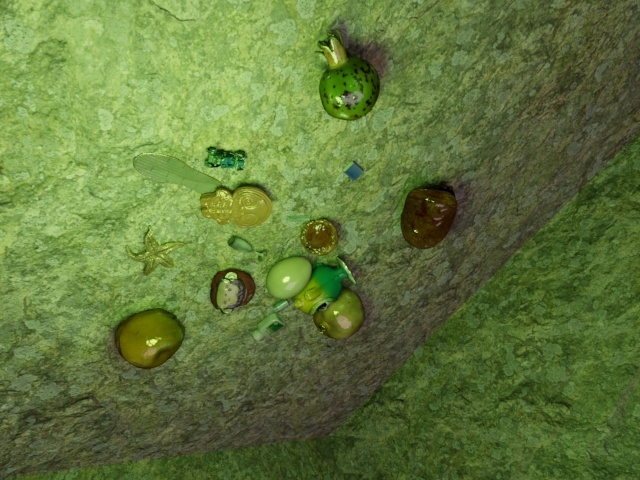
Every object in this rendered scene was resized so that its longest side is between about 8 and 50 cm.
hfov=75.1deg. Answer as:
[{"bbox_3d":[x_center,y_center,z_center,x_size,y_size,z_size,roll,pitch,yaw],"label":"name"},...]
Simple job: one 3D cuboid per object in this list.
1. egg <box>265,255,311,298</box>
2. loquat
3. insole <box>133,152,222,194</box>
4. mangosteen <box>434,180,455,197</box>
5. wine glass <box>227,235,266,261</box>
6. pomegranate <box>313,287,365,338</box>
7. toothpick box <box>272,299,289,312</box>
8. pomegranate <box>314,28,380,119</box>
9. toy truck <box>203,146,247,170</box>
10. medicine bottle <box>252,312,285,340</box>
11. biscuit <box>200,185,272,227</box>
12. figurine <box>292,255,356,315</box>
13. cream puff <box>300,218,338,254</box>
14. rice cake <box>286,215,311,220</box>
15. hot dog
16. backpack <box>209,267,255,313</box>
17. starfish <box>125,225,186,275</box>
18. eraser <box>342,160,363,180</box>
[{"bbox_3d":[-0.154,0.181,2.069,0.254,0.188,0.188,-37,139,-2],"label":"egg"},{"bbox_3d":[-0.778,0.437,1.901,0.284,0.276,0.276,-39,141,-17],"label":"loquat"},{"bbox_3d":[-0.524,-0.241,1.564,0.348,0.009,0.119,21,117,-43],"label":"insole"},{"bbox_3d":[0.645,-0.245,2.201,0.140,0.140,0.140,-17,137,-16],"label":"mangosteen"},{"bbox_3d":[-0.337,0.036,1.915,0.066,0.066,0.198,-45,135,15],"label":"wine glass"},{"bbox_3d":[0.097,0.426,2.388,0.319,0.319,0.319,-17,137,-16],"label":"pomegranate"},{"bbox_3d":[-0.218,0.360,2.311,0.083,0.052,0.052,-32,139,-1],"label":"toothpick box"},{"bbox_3d":[0.074,-0.556,1.468,0.286,0.231,0.231,33,109,-36],"label":"pomegranate"},{"bbox_3d":[-0.353,-0.295,1.565,0.154,0.078,0.080,0,128,-31],"label":"toy truck"},{"bbox_3d":[-0.300,0.498,2.384,0.183,0.069,0.119,-36,141,7],"label":"medicine bottle"},{"bbox_3d":[-0.340,-0.135,1.690,0.289,0.044,0.202,3,130,-16],"label":"biscuit"},{"bbox_3d":[0.001,0.247,2.207,0.340,0.231,0.323,-34,175,-8],"label":"figurine"},{"bbox_3d":[0.000,0.000,2.030,0.183,0.183,0.169,-29,162,-3],"label":"cream puff"},{"bbox_3d":[-0.102,-0.102,1.949,0.121,0.021,0.022,-3,142,-30],"label":"rice cake"},{"bbox_3d":[0.551,-0.121,2.144,0.267,0.174,0.387,17,140,12],"label":"hot dog"},{"bbox_3d":[-0.420,0.235,2.008,0.229,0.139,0.229,-11,117,-24],"label":"backpack"},{"bbox_3d":[-0.683,0.054,1.738,0.236,0.062,0.277,-7,129,-34],"label":"starfish"},{"bbox_3d":[0.146,-0.315,1.886,0.063,0.027,0.085,-43,139,14],"label":"eraser"}]
